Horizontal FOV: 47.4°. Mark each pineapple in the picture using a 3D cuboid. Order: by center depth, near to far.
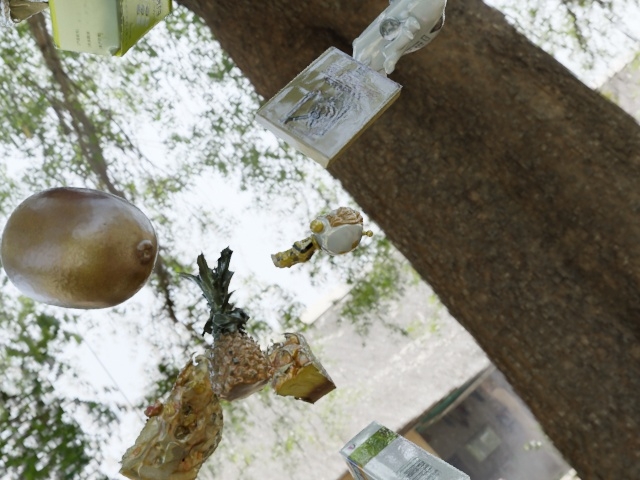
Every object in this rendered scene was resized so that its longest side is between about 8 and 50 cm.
[{"bbox_3d":[-0.176,0.147,1.333,0.119,0.277,0.130,-20,-27,-5],"label":"pineapple"},{"bbox_3d":[-0.046,0.301,1.727,0.114,0.186,0.236,-35,4,10],"label":"pineapple"}]

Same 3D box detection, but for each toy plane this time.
[{"bbox_3d":[0.164,-0.437,1.543,0.267,0.122,0.267,-49,16,19],"label":"toy plane"}]

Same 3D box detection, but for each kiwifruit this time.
[{"bbox_3d":[-0.361,0.013,1.113,0.196,0.233,0.196,2,-90,-74],"label":"kiwifruit"}]

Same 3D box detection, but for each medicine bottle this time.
[{"bbox_3d":[-0.373,-0.443,1.322,0.250,0.141,0.137,-73,-11,-52],"label":"medicine bottle"}]

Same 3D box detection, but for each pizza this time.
[{"bbox_3d":[-0.275,0.371,1.496,0.189,0.071,0.297,37,-107,-29],"label":"pizza"}]

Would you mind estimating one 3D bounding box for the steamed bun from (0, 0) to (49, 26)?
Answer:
[{"bbox_3d":[-0.583,-0.560,1.388,0.394,0.237,0.346,-60,-1,-21],"label":"steamed bun"}]

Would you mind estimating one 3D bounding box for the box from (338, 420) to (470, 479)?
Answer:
[{"bbox_3d":[0.184,0.484,1.355,0.106,0.299,0.200,-35,-68,-20],"label":"box"}]

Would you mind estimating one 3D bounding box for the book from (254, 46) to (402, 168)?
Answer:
[{"bbox_3d":[0.018,-0.238,1.270,0.231,0.161,0.026,-48,-15,-31],"label":"book"}]

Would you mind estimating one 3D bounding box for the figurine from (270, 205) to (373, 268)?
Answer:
[{"bbox_3d":[-0.002,0.000,1.048,0.143,0.068,0.101,-21,-13,-14],"label":"figurine"}]
